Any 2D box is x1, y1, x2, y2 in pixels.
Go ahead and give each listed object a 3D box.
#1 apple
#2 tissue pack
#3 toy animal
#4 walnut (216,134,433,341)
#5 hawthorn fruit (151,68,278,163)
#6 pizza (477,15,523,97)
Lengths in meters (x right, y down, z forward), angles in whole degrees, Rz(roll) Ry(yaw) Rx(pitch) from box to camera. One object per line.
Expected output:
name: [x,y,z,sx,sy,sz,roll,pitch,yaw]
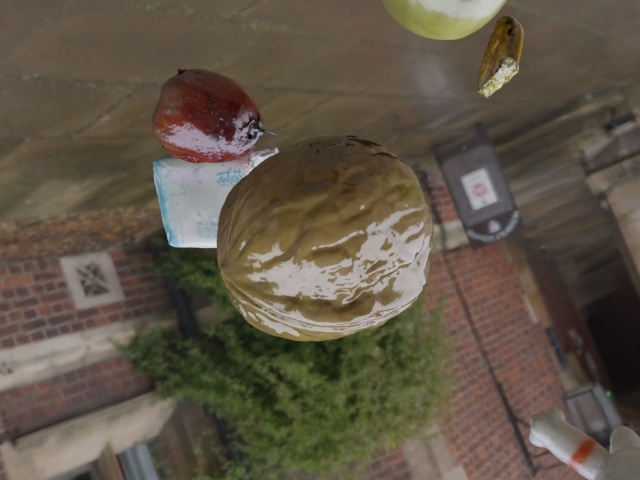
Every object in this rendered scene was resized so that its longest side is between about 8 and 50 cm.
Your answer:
apple: [0.196,-0.448,1.349,0.262,0.262,0.262,-21,173,-3]
tissue pack: [-0.200,-0.085,1.777,0.271,0.202,0.124,0,-161,35]
toy animal: [0.328,0.274,0.848,0.140,0.138,0.282,11,-172,-45]
walnut: [0.000,0.000,0.879,0.227,0.228,0.228,-21,173,-3]
hawthorn fruit: [-0.186,-0.212,1.580,0.235,0.181,0.181,21,-178,12]
pizza: [0.255,-0.257,1.225,0.160,0.035,0.099,-76,-172,-56]
